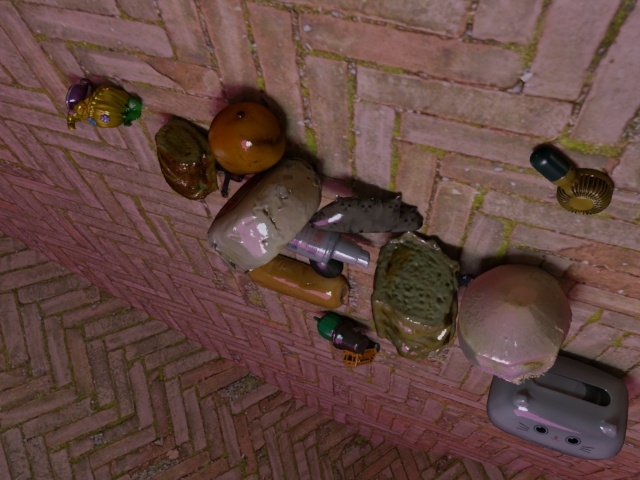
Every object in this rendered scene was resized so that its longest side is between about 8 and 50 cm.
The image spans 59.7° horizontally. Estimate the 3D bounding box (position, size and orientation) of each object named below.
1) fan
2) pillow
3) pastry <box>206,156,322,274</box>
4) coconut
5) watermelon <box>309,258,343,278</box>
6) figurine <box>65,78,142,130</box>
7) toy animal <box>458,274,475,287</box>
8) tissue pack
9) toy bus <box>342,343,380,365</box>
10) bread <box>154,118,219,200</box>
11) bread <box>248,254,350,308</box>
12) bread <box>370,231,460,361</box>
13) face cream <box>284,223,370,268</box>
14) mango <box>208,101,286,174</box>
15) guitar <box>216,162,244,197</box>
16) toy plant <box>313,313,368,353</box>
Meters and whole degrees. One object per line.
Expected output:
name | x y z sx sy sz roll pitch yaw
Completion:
fan | 0.389 -0.092 0.878 0.155 0.039 0.082 33 153 -17
pillow | 0.095 -0.055 1.125 0.241 0.051 0.093 1 131 -7
pastry | -0.110 -0.056 1.129 0.133 0.265 0.265 48 148 -18
coconut | 0.399 0.171 1.154 0.233 0.233 0.245 14 158 18
watermelon | 0.014 0.053 1.430 0.078 0.078 0.110 -3 143 44
figurine | -0.456 -0.266 1.168 0.156 0.115 0.095 19 164 6
toy animal | 0.328 0.097 1.304 0.050 0.028 0.084 24 155 -20
tissue pack | 0.616 0.420 1.450 0.333 0.229 0.236 16 153 13
toy bus | 0.141 0.389 1.916 0.069 0.074 0.162 4 177 34
bread | -0.294 -0.170 1.222 0.132 0.103 0.172 42 159 9
bread | -0.069 0.117 1.610 0.305 0.091 0.142 17 159 14
bread | 0.216 0.137 1.269 0.196 0.238 0.252 5 157 9
face cream | 0.000 0.000 1.311 0.251 0.101 0.101 22 154 2
mango | -0.146 -0.183 1.065 0.145 0.112 0.219 29 157 -13
guitar | -0.209 -0.150 1.282 0.088 0.025 0.233 27 155 -5
toy plant | 0.066 0.301 1.845 0.200 0.105 0.143 29 180 34
